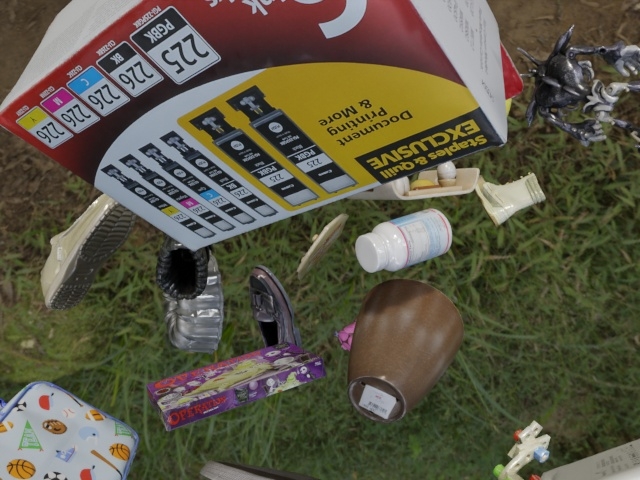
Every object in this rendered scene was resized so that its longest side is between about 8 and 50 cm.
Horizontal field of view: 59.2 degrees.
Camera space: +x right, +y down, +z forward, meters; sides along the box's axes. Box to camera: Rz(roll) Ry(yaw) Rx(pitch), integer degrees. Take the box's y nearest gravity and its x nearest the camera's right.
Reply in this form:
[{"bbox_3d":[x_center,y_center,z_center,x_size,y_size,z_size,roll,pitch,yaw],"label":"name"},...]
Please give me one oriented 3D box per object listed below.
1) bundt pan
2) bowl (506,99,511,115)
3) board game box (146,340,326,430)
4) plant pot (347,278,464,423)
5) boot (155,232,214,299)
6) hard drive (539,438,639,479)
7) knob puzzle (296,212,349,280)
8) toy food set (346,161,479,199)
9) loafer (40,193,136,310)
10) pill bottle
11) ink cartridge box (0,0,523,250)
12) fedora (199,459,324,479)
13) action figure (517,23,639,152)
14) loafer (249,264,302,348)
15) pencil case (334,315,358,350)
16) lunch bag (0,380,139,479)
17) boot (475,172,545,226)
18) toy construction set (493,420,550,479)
[{"bbox_3d":[-0.407,0.193,1.743,0.124,0.331,0.331,-2,120,-27],"label":"bundt pan"},{"bbox_3d":[0.435,-0.438,1.550,0.289,0.289,0.156,35,133,-18],"label":"bowl"},{"bbox_3d":[-0.186,0.305,1.229,0.347,0.208,0.056,-13,93,-26],"label":"board game box"},{"bbox_3d":[0.140,0.223,1.060,0.215,0.230,0.215,12,123,19],"label":"plant pot"},{"bbox_3d":[-0.318,-0.067,1.251,0.131,0.260,0.348,-10,126,11],"label":"boot"},{"bbox_3d":[0.345,0.185,0.497,0.307,0.040,0.203,-28,158,17],"label":"hard drive"},{"bbox_3d":[0.000,0.000,1.352,0.030,0.213,0.213,39,112,9],"label":"knob puzzle"},{"bbox_3d":[0.224,-0.158,1.452,0.306,0.220,0.092,-8,98,-33],"label":"toy food set"},{"bbox_3d":[-0.446,0.008,1.051,0.092,0.102,0.268,42,100,22],"label":"loafer"},{"bbox_3d":[0.144,0.003,0.983,0.160,0.087,0.087,-17,122,-28],"label":"pill bottle"},{"bbox_3d":[-0.031,-0.109,0.439,0.309,0.130,0.272,-17,140,35],"label":"ink cartridge box"},{"bbox_3d":[-0.090,0.465,0.971,0.243,0.124,0.275,-1,156,37],"label":"fedora"},{"bbox_3d":[0.423,-0.215,0.850,0.141,0.275,0.164,-7,128,-42],"label":"action figure"},{"bbox_3d":[-0.128,0.202,1.472,0.095,0.109,0.302,-41,132,-28],"label":"loafer"},{"bbox_3d":[0.147,0.270,1.825,0.095,0.209,0.098,40,145,21],"label":"pencil case"},{"bbox_3d":[-0.431,0.356,0.881,0.243,0.303,0.115,31,100,-11],"label":"lunch bag"},{"bbox_3d":[0.536,-0.146,1.616,0.165,0.213,0.077,-29,125,17],"label":"boot"},{"bbox_3d":[0.486,0.531,1.194,0.151,0.328,0.215,21,99,-20],"label":"toy construction set"}]
